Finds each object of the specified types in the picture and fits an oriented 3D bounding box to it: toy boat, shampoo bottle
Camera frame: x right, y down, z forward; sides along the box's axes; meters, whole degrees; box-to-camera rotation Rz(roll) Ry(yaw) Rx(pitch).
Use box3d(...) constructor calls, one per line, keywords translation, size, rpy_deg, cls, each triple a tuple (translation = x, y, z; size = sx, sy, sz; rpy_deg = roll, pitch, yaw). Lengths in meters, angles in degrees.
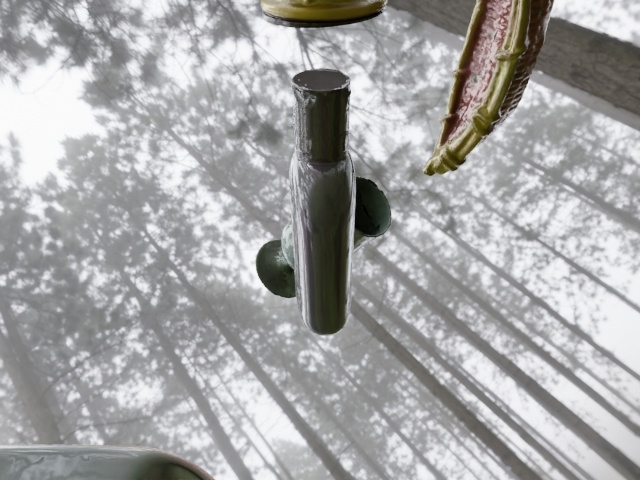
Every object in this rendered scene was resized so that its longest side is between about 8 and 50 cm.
box3d(translation=(0.171, -0.210, 0.552), size=(0.099, 0.141, 0.317), rpy_deg=(2, -55, -1), cls="toy boat")
box3d(translation=(0.001, -0.021, 0.334), size=(0.040, 0.080, 0.165), rpy_deg=(-1, -51, -1), cls="shampoo bottle")

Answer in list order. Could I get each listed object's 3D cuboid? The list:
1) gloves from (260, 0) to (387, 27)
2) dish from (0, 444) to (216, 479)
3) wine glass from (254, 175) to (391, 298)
box3d(translation=(-0.004, -0.332, 0.420), size=(0.116, 0.133, 0.294), rpy_deg=(-6, -54, -3), cls="gloves")
box3d(translation=(-0.167, 0.218, 0.393), size=(0.234, 0.064, 0.154), rpy_deg=(-6, -55, 11), cls="dish")
box3d(translation=(0.000, 0.000, 0.781), size=(0.103, 0.103, 0.231), rpy_deg=(-15, -14, -39), cls="wine glass")
